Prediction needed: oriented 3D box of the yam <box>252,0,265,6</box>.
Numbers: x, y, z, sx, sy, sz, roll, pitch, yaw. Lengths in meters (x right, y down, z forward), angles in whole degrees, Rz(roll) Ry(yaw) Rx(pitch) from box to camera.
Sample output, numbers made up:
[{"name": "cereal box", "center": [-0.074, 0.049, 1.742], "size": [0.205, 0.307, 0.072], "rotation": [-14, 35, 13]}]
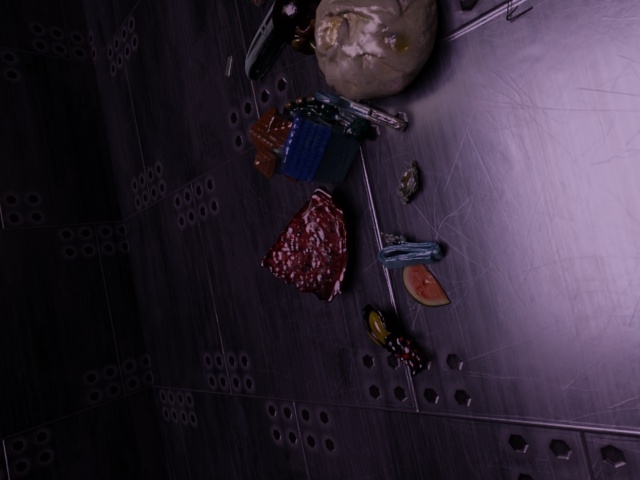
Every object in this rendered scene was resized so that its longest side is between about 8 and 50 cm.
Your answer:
[{"name": "yam", "center": [-0.275, -0.947, 1.600], "size": [0.241, 0.057, 0.057], "rotation": [55, 128, 21]}]

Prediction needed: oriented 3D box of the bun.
[{"name": "bun", "center": [0.124, -0.563, 1.157], "size": [0.365, 0.219, 0.365], "rotation": [10, 105, 40]}]

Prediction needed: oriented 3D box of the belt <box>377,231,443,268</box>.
[{"name": "belt", "center": [0.252, 0.025, 1.218], "size": [0.179, 0.065, 0.100], "rotation": [-4, 60, 30]}]

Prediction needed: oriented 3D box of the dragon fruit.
[{"name": "dragon fruit", "center": [0.001, -0.001, 1.446], "size": [0.286, 0.228, 0.329], "rotation": [30, 97, 3]}]

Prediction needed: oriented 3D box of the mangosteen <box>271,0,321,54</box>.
[{"name": "mangosteen", "center": [-0.048, -0.662, 1.332], "size": [0.194, 0.194, 0.230], "rotation": [-16, 90, 44]}]

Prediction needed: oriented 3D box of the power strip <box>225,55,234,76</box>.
[{"name": "power strip", "center": [-0.363, -0.698, 1.739], "size": [0.027, 0.017, 0.083], "rotation": [33, 119, 34]}]

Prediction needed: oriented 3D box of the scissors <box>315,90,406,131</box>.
[{"name": "scissors", "center": [0.122, -0.382, 1.271], "size": [0.289, 0.138, 0.041], "rotation": [28, 115, 22]}]

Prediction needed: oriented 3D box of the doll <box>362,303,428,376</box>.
[{"name": "doll", "center": [0.209, 0.287, 1.284], "size": [0.248, 0.088, 0.127], "rotation": [49, 126, 23]}]

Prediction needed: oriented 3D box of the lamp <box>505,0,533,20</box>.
[{"name": "lamp", "center": [0.436, -0.572, 0.988], "size": [0.054, 0.041, 0.121], "rotation": [-17, 81, 52]}]

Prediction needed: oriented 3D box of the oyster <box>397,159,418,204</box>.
[{"name": "oyster", "center": [0.249, -0.160, 1.228], "size": [0.100, 0.037, 0.098], "rotation": [125, 142, -57]}]

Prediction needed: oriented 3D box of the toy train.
[{"name": "toy train", "center": [-0.155, -0.730, 1.489], "size": [0.407, 0.086, 0.088], "rotation": [-43, 62, 38]}]

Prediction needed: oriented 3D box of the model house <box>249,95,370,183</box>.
[{"name": "model house", "center": [-0.084, -0.312, 1.316], "size": [0.295, 0.329, 0.251], "rotation": [42, 126, 29]}]

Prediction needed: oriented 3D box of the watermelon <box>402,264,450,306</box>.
[{"name": "watermelon", "center": [0.279, 0.137, 1.228], "size": [0.163, 0.087, 0.069], "rotation": [58, 167, 24]}]
